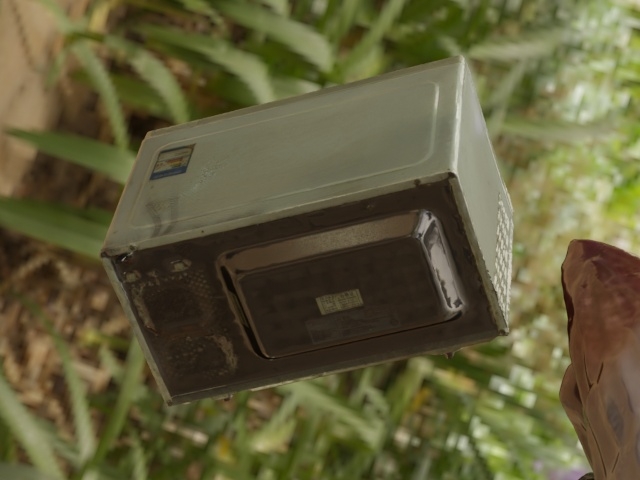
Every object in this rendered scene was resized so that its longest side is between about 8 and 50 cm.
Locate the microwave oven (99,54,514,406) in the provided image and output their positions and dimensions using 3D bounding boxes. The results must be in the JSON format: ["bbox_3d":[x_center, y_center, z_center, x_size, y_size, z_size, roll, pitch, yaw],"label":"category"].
[{"bbox_3d":[0.000,0.000,1.040,0.163,0.205,0.129,-78,152,-56],"label":"microwave oven"}]

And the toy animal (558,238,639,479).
[{"bbox_3d":[0.148,0.106,0.569,0.195,0.090,0.324,65,-6,-16],"label":"toy animal"}]
